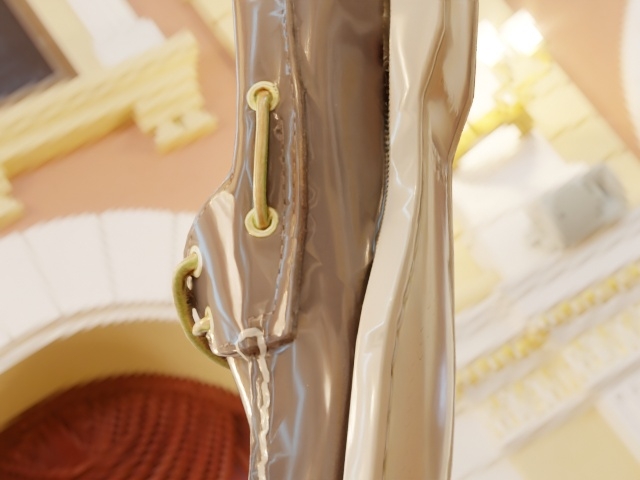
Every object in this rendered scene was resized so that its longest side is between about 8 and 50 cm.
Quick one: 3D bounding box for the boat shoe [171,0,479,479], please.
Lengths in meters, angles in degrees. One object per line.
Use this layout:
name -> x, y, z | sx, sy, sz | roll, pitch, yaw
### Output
boat shoe -> 0.000, 0.000, 0.660 | 0.096, 0.324, 0.116 | 0, -20, 14
